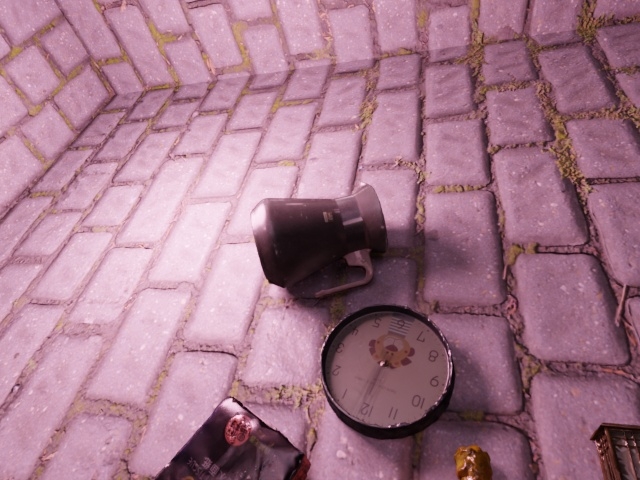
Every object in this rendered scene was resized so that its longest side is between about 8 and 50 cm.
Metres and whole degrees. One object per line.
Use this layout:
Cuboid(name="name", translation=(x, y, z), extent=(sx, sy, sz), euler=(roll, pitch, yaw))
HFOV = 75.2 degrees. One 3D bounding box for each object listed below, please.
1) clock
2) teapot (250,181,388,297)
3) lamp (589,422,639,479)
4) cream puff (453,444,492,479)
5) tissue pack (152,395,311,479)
Cuboid(name="clock", translation=(0.147, 0.283, 0.952), extent=(0.312, 0.061, 0.313), euler=(-8, 47, 9))
Cuboid(name="teapot", translation=(0.000, 0.000, 1.152), extent=(0.343, 0.253, 0.301), euler=(-14, 79, -2))
Cuboid(name="lamp", translation=(0.518, 0.468, 0.653), extent=(0.089, 0.090, 0.326), euler=(-1, 48, 17))
Cuboid(name="cream puff", translation=(0.286, 0.431, 0.782), extent=(0.058, 0.083, 0.083), euler=(-46, 52, 30))
Cuboid(name="tissue pack", translation=(-0.201, 0.504, 0.814), extent=(0.244, 0.123, 0.332), euler=(22, 59, 35))
